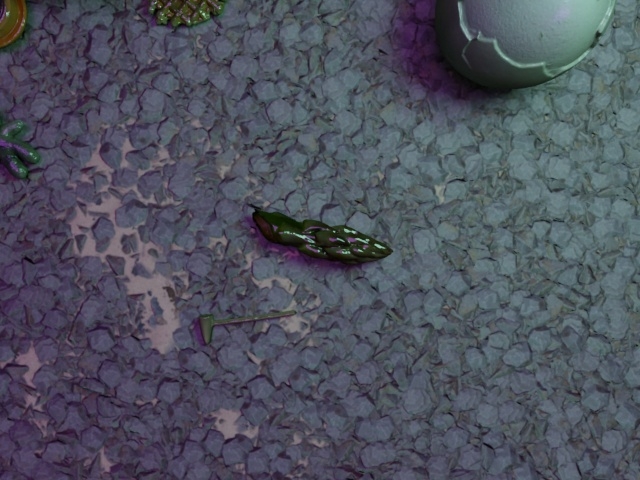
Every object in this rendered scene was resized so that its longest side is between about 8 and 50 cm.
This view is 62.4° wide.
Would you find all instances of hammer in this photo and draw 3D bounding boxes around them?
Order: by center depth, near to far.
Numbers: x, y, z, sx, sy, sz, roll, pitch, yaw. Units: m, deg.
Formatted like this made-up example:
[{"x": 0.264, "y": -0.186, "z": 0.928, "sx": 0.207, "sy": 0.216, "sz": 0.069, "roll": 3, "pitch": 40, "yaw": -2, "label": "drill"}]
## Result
[{"x": -0.143, "y": 0.168, "z": 1.056, "sx": 0.195, "sy": 0.028, "sz": 0.060, "roll": -7, "pitch": 95, "yaw": 0, "label": "hammer"}]

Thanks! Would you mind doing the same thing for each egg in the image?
[{"x": 0.343, "y": -0.402, "z": 0.899, "sx": 0.278, "sy": 0.336, "sz": 0.278, "roll": 0, "pitch": 96, "yaw": 0, "label": "egg"}]

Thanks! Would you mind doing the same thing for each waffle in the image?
[{"x": -0.273, "y": -0.518, "z": 1.051, "sx": 0.169, "sy": 0.036, "sz": 0.184, "roll": -10, "pitch": 89, "yaw": 2, "label": "waffle"}]

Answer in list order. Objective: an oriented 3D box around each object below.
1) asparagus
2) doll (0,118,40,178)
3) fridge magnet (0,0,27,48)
[{"x": 0.000, "y": 0.000, "z": 1.029, "sx": 0.287, "sy": 0.080, "sz": 0.080, "roll": 10, "pitch": 90, "yaw": 0, "label": "asparagus"}, {"x": -0.632, "y": -0.193, "z": 1.042, "sx": 0.150, "sy": 0.077, "sz": 0.115, "roll": 39, "pitch": 101, "yaw": -11, "label": "doll"}, {"x": -0.651, "y": -0.450, "z": 1.042, "sx": 0.143, "sy": 0.063, "sz": 0.143, "roll": 0, "pitch": 90, "yaw": 3, "label": "fridge magnet"}]
